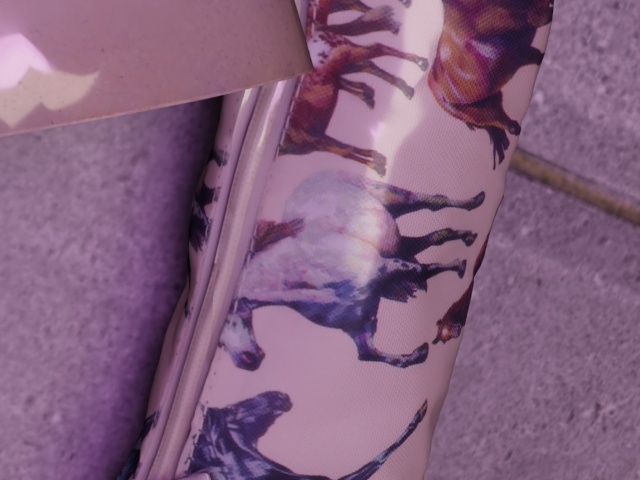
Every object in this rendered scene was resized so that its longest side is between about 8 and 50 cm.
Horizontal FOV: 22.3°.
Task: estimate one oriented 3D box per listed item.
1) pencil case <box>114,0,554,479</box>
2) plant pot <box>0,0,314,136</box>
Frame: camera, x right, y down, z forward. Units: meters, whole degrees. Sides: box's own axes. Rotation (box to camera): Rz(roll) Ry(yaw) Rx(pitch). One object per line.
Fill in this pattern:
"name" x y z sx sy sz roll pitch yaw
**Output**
"pencil case" 0.000 0.000 0.808 0.183 0.160 0.410 -10 118 -57
"plant pot" -0.151 -0.179 0.620 0.257 0.256 0.274 -14 99 -26
